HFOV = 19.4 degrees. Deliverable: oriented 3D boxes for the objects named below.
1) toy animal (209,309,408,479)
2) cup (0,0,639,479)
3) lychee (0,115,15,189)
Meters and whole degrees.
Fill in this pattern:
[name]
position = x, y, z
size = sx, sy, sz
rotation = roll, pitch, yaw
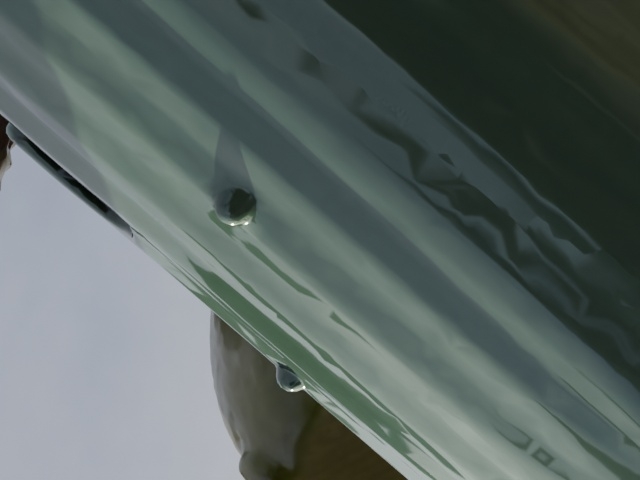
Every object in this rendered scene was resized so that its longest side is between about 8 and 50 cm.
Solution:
[toy animal]
position = 0.018, -0.003, 1.079
size = 0.363, 0.180, 0.181
rotation = -102, -14, -50
[cup]
position = 0.001, -0.128, 0.592
size = 0.392, 0.310, 0.401
rotation = 38, 166, -13
[lychee]
position = -0.356, -0.092, 1.350
size = 0.267, 0.267, 0.267
rotation = -17, -90, -74
